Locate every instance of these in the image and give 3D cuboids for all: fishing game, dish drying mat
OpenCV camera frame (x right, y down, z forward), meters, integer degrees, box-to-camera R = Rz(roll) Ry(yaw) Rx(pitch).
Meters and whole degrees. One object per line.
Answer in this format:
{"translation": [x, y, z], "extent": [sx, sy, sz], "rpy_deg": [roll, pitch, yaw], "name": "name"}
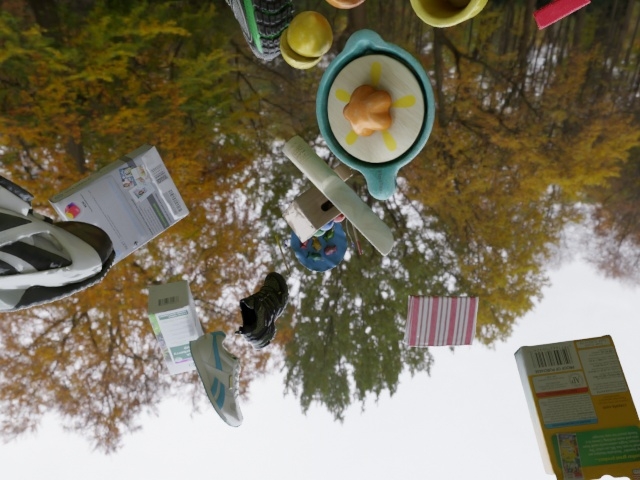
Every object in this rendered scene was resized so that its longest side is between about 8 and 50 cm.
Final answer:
{"translation": [0.000, 0.000, 1.523], "extent": [0.264, 0.189, 0.041], "rpy_deg": [-13, 177, -21], "name": "fishing game"}
{"translation": [0.404, -0.391, 0.846], "extent": [0.083, 0.032, 0.008], "rpy_deg": [-22, -162, 35], "name": "dish drying mat"}

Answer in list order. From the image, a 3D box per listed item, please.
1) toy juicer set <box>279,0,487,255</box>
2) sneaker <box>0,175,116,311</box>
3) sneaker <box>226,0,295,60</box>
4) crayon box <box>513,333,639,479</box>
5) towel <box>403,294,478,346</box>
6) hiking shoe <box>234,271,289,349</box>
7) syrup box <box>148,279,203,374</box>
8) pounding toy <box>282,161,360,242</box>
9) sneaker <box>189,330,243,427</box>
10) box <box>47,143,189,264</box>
{"translation": [0.027, -0.155, 0.545], "extent": [0.209, 0.328, 0.089], "rpy_deg": [29, -149, 20], "name": "toy juicer set"}
{"translation": [-0.276, -0.013, 0.386], "extent": [0.123, 0.146, 0.330], "rpy_deg": [-4, -173, 10], "name": "sneaker"}
{"translation": [-0.163, -0.537, 1.033], "extent": [0.146, 0.343, 0.134], "rpy_deg": [-12, -168, 39], "name": "sneaker"}
{"translation": [0.575, 0.386, 1.109], "extent": [0.203, 0.083, 0.322], "rpy_deg": [-9, -115, 6], "name": "crayon box"}
{"translation": [0.322, 0.212, 1.343], "extent": [0.197, 0.144, 0.029], "rpy_deg": [2, -167, -10], "name": "towel"}
{"translation": [-0.155, 0.167, 1.334], "extent": [0.086, 0.114, 0.226], "rpy_deg": [-13, -133, 31], "name": "hiking shoe"}
{"translation": [-0.346, 0.216, 1.233], "extent": [0.093, 0.236, 0.096], "rpy_deg": [-11, -140, -10], "name": "syrup box"}
{"translation": [0.034, -0.093, 1.090], "extent": [0.181, 0.094, 0.206], "rpy_deg": [-36, 180, -20], "name": "pounding toy"}
{"translation": [-0.222, 0.322, 1.167], "extent": [0.092, 0.228, 0.087], "rpy_deg": [-23, -177, -11], "name": "sneaker"}
{"translation": [-0.337, -0.058, 0.866], "extent": [0.038, 0.145, 0.186], "rpy_deg": [19, -130, 44], "name": "box"}
